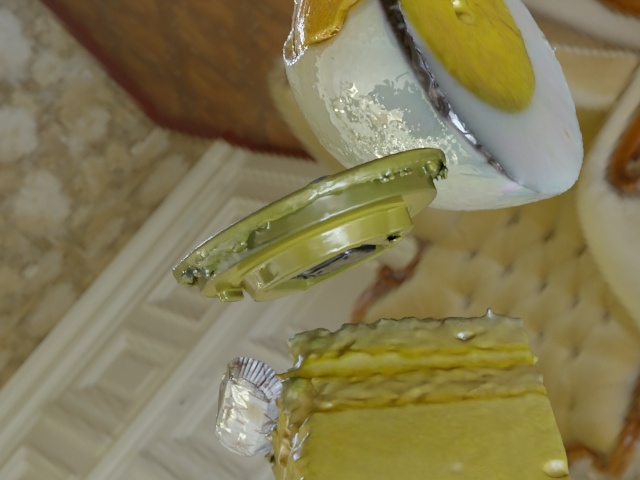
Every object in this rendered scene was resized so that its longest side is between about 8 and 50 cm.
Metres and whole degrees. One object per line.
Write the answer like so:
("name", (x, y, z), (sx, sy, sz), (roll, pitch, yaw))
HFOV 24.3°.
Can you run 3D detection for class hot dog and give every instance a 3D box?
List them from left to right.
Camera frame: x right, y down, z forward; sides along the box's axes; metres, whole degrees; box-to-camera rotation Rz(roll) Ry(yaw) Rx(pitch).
("hot dog", (-0.091, 0.214, 1.935), (0.099, 0.053, 0.192), (23, 139, 11))

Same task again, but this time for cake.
("cake", (0.075, 0.228, 1.155), (0.286, 0.228, 0.222), (-101, 9, -51))

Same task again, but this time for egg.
("egg", (0.088, -0.150, 1.415), (0.201, 0.337, 0.337), (-32, 114, 33))

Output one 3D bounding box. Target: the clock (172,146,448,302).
("clock", (0.000, 0.000, 1.163), (0.237, 0.237, 0.057), (122, 125, -76))
